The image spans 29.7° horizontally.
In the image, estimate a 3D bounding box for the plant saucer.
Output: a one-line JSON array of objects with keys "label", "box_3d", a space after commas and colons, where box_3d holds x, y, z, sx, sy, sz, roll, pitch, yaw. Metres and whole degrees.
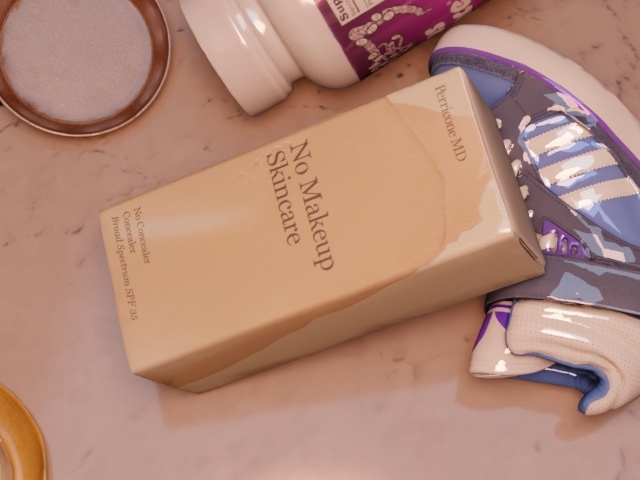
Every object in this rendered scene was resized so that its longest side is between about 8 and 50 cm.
[{"label": "plant saucer", "box_3d": [-0.220, -0.173, 1.085, 0.168, 0.029, 0.169, 2, 82, -12]}]

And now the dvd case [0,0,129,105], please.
[{"label": "dvd case", "box_3d": [-0.260, -0.265, 1.140, 0.253, 0.022, 0.180, -41, 74, -13]}]

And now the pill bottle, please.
[{"label": "pill bottle", "box_3d": [0.036, -0.235, 1.035, 0.301, 0.169, 0.169, -31, 72, 6]}]

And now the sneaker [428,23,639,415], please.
[{"label": "sneaker", "box_3d": [0.167, -0.007, 0.988, 0.322, 0.130, 0.236, 40, 71, 7]}]

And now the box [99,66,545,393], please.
[{"label": "box", "box_3d": [0.000, 0.000, 0.937, 0.311, 0.121, 0.148, -22, 69, 15]}]

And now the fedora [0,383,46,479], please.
[{"label": "fedora", "box_3d": [-0.314, 0.181, 0.948, 0.194, 0.079, 0.194, 0, 71, 0]}]
